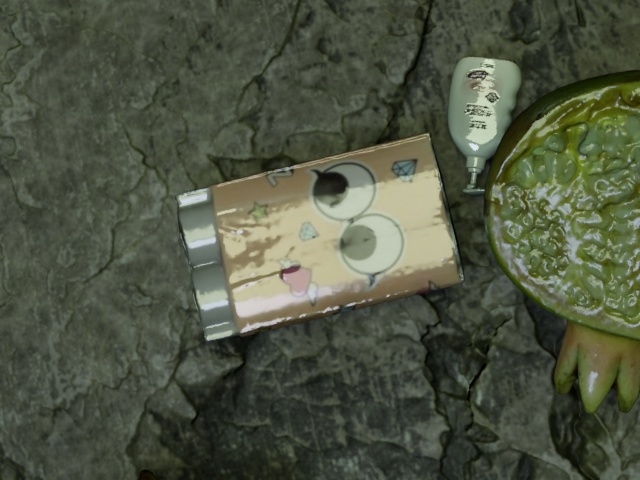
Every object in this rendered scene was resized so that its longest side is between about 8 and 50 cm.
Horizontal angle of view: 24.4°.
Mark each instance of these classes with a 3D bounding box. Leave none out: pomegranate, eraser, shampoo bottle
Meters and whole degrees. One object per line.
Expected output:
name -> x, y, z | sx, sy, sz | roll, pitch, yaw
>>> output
pomegranate -> 0.322, -0.008, 1.522 | 0.310, 0.216, 0.358 | 13, 115, 10
eraser -> 0.000, 0.000, 1.618 | 0.291, 0.087, 0.171 | -13, 80, 6
shampoo bottle -> 0.174, -0.123, 1.628 | 0.077, 0.045, 0.151 | 9, 86, 9

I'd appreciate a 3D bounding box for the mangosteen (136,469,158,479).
mangosteen -> -0.165, 0.392, 1.510 | 0.307, 0.307, 0.347 | -2, 52, 9
